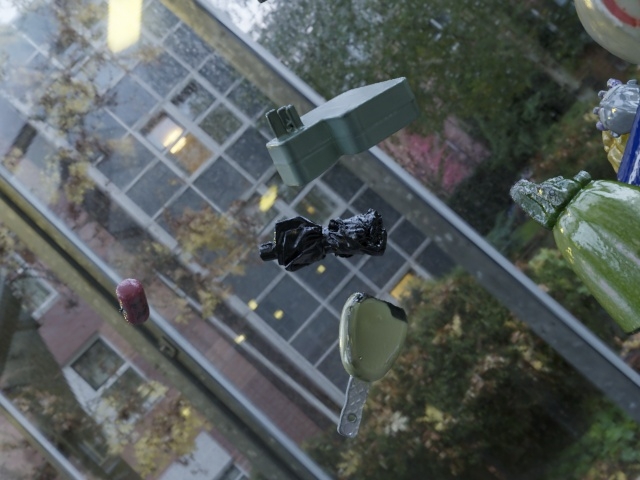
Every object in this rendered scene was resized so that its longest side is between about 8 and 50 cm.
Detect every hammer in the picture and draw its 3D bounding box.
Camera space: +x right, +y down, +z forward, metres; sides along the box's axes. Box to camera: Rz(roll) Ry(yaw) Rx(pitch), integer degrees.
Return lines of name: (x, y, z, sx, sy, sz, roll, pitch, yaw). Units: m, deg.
hammer: (-0.271, 0.089, 1.106, 0.043, 0.043, 0.083, -44, -24, -28)

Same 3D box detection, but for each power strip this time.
power strip: (0.018, -0.225, 1.430, 0.261, 0.141, 0.229, -34, 19, -22)

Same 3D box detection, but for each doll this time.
doll: (0.527, -0.232, 1.337, 0.227, 0.075, 0.102, -73, -6, -74)

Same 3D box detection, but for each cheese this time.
cheese: (0.076, 0.221, 1.347, 0.054, 0.127, 0.251, 137, 153, -64)

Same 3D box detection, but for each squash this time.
squash: (0.201, -0.013, 0.550, 0.105, 0.132, 0.105, -47, -12, -14)

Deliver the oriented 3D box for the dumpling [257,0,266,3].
dumpling: (-0.092, -0.349, 0.884, 0.124, 0.151, 0.229, -13, 21, 12)

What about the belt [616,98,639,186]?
belt: (0.547, -0.105, 0.925, 0.212, 0.347, 0.117, -98, 11, -59)

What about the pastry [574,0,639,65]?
pastry: (0.432, -0.334, 0.926, 0.264, 0.265, 0.133, -51, -22, 20)

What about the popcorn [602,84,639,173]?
popcorn: (0.707, -0.258, 1.466, 0.349, 0.381, 0.349, -23, 16, 7)

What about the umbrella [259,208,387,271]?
umbrella: (0.001, -0.001, 1.599, 0.273, 0.110, 0.122, -9, -22, 16)
